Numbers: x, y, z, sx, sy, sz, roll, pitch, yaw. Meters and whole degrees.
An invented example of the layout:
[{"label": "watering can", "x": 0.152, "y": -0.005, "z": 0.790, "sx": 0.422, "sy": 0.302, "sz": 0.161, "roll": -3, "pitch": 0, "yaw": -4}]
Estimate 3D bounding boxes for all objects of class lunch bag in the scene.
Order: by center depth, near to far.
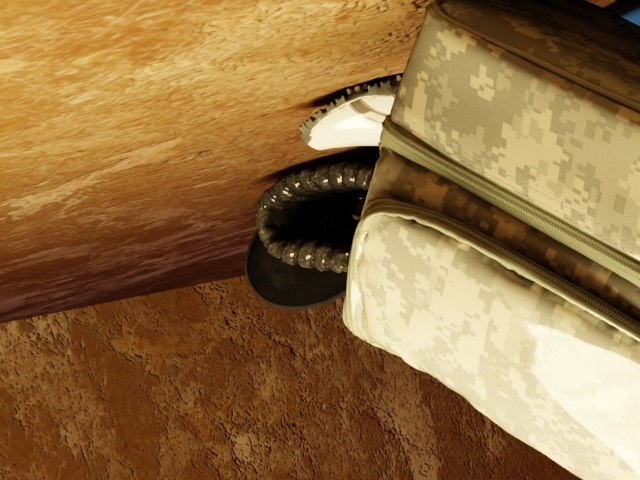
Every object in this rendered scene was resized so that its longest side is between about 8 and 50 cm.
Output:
[{"label": "lunch bag", "x": 0.176, "y": 0.014, "z": 1.028, "sx": 0.305, "sy": 0.256, "sz": 0.212, "roll": 31, "pitch": -155, "yaw": 26}]

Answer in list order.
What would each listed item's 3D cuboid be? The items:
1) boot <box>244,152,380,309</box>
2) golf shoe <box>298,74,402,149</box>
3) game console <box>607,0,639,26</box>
[{"label": "boot", "x": -0.001, "y": -0.004, "z": 1.812, "sx": 0.348, "sy": 0.131, "sz": 0.260, "roll": -29, "pitch": 175, "yaw": 32}, {"label": "golf shoe", "x": 0.083, "y": -0.086, "z": 1.310, "sx": 0.198, "sy": 0.094, "sz": 0.077, "roll": -13, "pitch": 177, "yaw": 4}, {"label": "game console", "x": 0.354, "y": -0.193, "z": 1.227, "sx": 0.250, "sy": 0.173, "sz": 0.293, "roll": 21, "pitch": 162, "yaw": -19}]
